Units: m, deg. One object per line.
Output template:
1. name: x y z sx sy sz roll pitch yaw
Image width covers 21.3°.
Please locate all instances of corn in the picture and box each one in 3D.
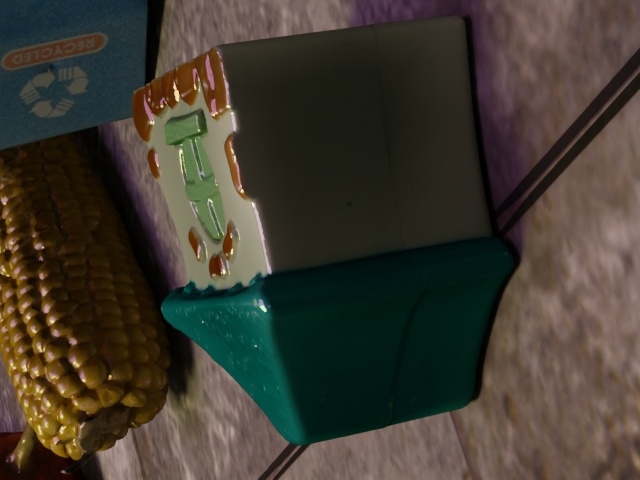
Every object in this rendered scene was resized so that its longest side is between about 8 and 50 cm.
1. corn: -0.165 0.012 1.066 0.101 0.101 0.310 103 152 -45

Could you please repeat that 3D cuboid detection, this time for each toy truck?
1. toy truck: -0.219 -0.179 1.050 0.367 0.146 0.175 -138 39 -58

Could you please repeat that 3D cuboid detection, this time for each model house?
1. model house: 0.000 0.000 0.638 0.127 0.100 0.149 169 89 -69

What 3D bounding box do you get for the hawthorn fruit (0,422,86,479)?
1. hawthorn fruit: -0.228 0.176 1.252 0.165 0.165 0.285 52 135 51
